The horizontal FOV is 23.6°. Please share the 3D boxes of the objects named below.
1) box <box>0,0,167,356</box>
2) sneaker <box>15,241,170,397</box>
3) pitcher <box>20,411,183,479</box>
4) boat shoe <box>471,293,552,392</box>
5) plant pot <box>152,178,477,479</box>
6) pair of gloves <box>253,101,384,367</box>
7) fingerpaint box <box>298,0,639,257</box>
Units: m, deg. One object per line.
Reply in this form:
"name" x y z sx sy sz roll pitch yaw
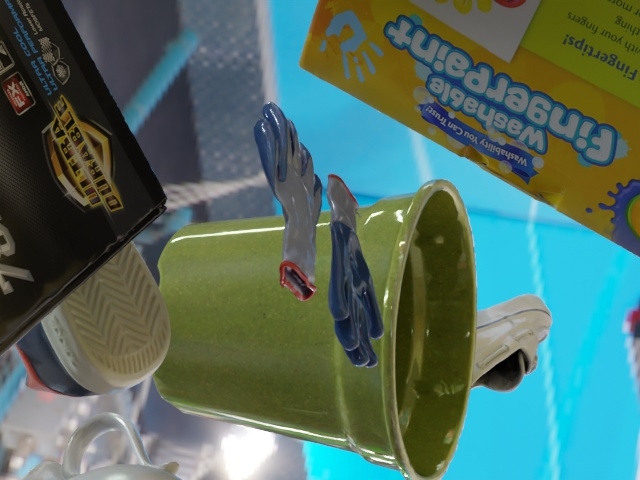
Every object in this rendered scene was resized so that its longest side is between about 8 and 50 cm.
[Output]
"box" -0.263 -0.074 1.014 0.293 0.073 0.295 -47 -64 -50
"sneaker" -0.243 -0.037 1.219 0.131 0.148 0.350 -14 -94 -44
"pitcher" -0.172 0.227 1.297 0.125 0.207 0.178 50 -124 -37
"boat shoe" 0.184 0.122 1.617 0.258 0.084 0.095 -11 -32 -53
"plant pot" -0.011 0.077 1.411 0.276 0.254 0.276 3 -90 -69
"pair of gloves" 0.000 0.000 1.107 0.198 0.023 0.159 52 -154 -50
"fingerpaint box" 0.246 -0.216 1.252 0.163 0.444 0.371 -36 -29 -51
